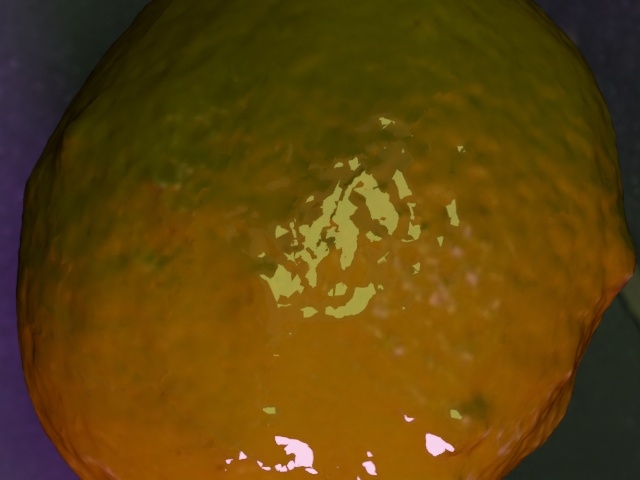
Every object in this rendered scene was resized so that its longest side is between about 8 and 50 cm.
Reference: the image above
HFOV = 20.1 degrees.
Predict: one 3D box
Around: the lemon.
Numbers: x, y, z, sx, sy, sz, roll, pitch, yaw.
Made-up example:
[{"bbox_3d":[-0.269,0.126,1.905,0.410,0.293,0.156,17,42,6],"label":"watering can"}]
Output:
[{"bbox_3d":[0.000,0.000,0.722,0.233,0.233,0.288,32,74,-10],"label":"lemon"}]
